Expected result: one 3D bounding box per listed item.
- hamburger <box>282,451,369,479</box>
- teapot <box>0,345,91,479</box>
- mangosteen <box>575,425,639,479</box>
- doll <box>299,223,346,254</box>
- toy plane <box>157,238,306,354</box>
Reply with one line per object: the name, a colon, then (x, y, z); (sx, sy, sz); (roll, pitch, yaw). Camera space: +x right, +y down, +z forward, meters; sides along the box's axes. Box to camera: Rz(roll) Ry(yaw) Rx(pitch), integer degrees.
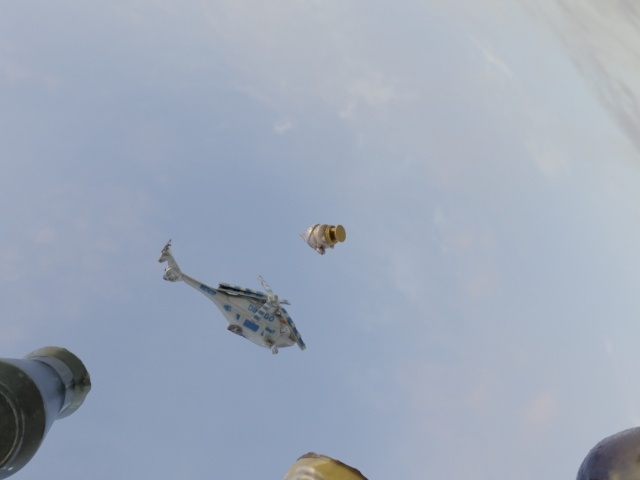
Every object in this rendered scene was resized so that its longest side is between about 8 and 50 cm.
hamburger: (0.013, 0.565, 0.872); (0.186, 0.261, 0.302); (-44, -45, -42)
teapot: (-0.480, 0.250, 0.728); (0.203, 0.225, 0.170); (-12, -91, -4)
mangosteen: (0.284, 0.218, 0.381); (0.153, 0.152, 0.152); (20, -127, -29)
doll: (0.000, 0.000, 1.236); (0.073, 0.127, 0.084); (31, -123, -49)
toy plane: (-0.158, 0.113, 0.820); (0.273, 0.107, 0.182); (23, -161, -29)
